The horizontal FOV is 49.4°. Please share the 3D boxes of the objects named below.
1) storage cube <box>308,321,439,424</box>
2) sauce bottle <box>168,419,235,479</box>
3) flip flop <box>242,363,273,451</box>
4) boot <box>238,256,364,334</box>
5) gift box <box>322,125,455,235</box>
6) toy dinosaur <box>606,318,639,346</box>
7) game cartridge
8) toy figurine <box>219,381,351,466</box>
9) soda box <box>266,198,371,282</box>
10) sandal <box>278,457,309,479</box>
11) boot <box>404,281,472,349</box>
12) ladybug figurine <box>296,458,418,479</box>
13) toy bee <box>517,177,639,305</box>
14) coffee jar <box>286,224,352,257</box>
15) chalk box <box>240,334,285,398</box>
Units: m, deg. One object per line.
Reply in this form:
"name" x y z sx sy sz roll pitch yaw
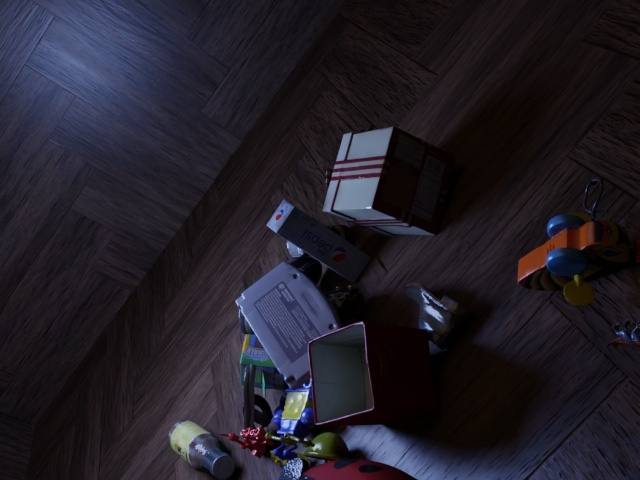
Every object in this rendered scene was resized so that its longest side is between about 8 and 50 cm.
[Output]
"storage cube" 0.110 0.289 1.486 0.215 0.193 0.183 -30 58 45
"sauce bottle" -0.353 0.622 2.068 0.344 0.111 0.111 -1 61 61
"flip flop" -0.166 0.451 1.859 0.112 0.080 0.276 -112 22 -65
"boot" -0.014 0.159 1.906 0.284 0.138 0.377 4 21 29
"gift box" 0.183 -0.162 1.839 0.258 0.255 0.276 0 68 58
"toy dinosaur" 0.529 0.162 1.152 0.082 0.047 0.090 -124 35 -52
"game cartridge" -0.064 0.198 1.715 0.196 0.060 0.294 -39 58 3
"toy figurine" -0.057 0.420 1.708 0.363 0.191 0.217 -19 41 50
"soda box" -0.004 0.003 1.930 0.091 0.286 0.098 -56 26 1
"sandal" -0.067 0.626 1.615 0.097 0.055 0.254 16 94 61
"boot" 0.238 0.166 1.575 0.106 0.082 0.219 -58 28 -5
"ladybug figurine" 0.055 0.536 1.316 0.305 0.161 0.449 -41 12 -25
"toy bee" 0.488 0.027 1.255 0.298 0.162 0.195 127 160 -78
"coffee jar" 0.000 0.000 2.058 0.096 0.185 0.078 -4 94 57
"chalk box" -0.155 0.336 1.960 0.132 0.132 0.213 98 180 -49
